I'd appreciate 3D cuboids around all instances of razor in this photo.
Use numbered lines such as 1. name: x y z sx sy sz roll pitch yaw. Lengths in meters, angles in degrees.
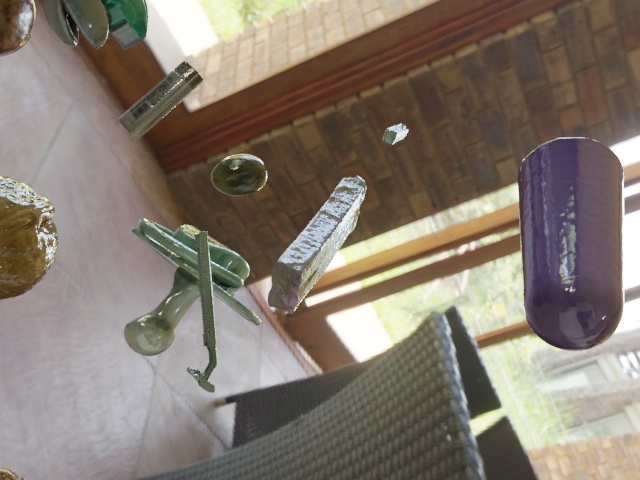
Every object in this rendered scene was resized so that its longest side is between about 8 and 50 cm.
1. razor: -0.156 0.093 0.956 0.084 0.036 0.211 -169 -99 -67

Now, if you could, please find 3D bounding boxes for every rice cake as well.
1. rice cake: -0.001 0.002 1.131 0.298 0.050 0.106 -53 163 -51
2. rice cake: 0.177 -0.252 1.643 0.030 0.042 0.180 26 18 9

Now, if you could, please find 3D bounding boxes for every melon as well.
1. melon: -0.187 -0.151 1.634 0.098 0.131 0.097 -4 90 -90

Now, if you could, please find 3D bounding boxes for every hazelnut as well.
1. hazelnut: -0.589 -0.410 1.294 0.150 0.150 0.150 -21 90 -77

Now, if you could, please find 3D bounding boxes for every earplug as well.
1. earplug: 0.485 0.016 1.369 0.215 0.215 0.455 59 34 -36

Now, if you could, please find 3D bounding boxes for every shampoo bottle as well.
1. shampoo bottle: -0.399 -0.352 1.766 0.086 0.227 0.056 44 -5 36

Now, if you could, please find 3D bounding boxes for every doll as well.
1. doll: -0.378 -0.420 1.110 0.195 0.153 0.258 -74 141 -73

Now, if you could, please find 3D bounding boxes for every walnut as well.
1. walnut: -0.776 -0.011 1.682 0.333 0.333 0.332 -21 90 -77

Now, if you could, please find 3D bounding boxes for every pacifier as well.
1. pacifier: -0.284 0.101 1.371 0.343 0.269 0.288 24 -18 43

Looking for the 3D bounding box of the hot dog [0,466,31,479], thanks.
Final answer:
1. hot dog: -0.543 0.478 1.269 0.252 0.131 0.069 71 25 -43
